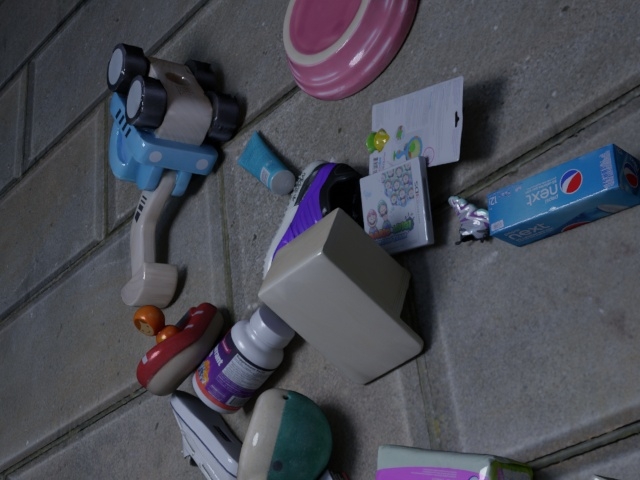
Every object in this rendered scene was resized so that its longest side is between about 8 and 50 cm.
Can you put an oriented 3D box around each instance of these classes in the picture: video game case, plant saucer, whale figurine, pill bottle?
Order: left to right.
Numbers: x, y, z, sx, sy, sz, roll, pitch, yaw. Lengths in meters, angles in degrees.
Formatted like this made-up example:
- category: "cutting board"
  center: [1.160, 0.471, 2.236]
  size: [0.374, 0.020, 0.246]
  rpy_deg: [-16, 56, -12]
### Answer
- category: "pill bottle"
  center: [-0.134, 0.210, 1.757]
  size: [0.193, 0.108, 0.108]
  rpy_deg: [-49, 43, 22]
- category: "whale figurine"
  center: [-0.062, 0.376, 1.595]
  size: [0.216, 0.141, 0.271]
  rpy_deg: [-77, -1, -73]
- category: "plant saucer"
  center: [0.039, -0.433, 1.872]
  size: [0.332, 0.084, 0.332]
  rpy_deg: [-23, 56, 40]
- category: "video game case"
  center: [0.122, -0.050, 1.610]
  size: [0.157, 0.019, 0.143]
  rpy_deg: [-18, 74, 53]

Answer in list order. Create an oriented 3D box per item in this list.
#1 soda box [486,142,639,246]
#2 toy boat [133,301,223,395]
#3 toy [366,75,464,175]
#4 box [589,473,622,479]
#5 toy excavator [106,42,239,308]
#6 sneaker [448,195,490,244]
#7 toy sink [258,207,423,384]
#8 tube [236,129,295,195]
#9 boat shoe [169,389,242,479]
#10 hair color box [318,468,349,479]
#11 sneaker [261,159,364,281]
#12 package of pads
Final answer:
- category: "soda box"
  center: [0.336, -0.058, 1.366]
  size: [0.210, 0.071, 0.067]
  rpy_deg: [-23, 58, 42]
- category: "toy boat"
  center: [-0.288, 0.181, 1.852]
  size: [0.151, 0.151, 0.231]
  rpy_deg: [-47, 7, 21]
- category: "toy"
  center: [0.168, -0.177, 1.626]
  size: [0.237, 0.056, 0.136]
  rpy_deg: [-7, 77, 53]
- category: "box"
  center: [0.345, 0.436, 1.091]
  size: [0.148, 0.121, 0.311]
  rpy_deg: [14, 84, 51]
- category: "toy excavator"
  center: [-0.353, -0.135, 2.126]
  size: [0.433, 0.222, 0.445]
  rpy_deg: [57, 130, 45]
- category: "sneaker"
  center: [0.220, -0.026, 1.511]
  size: [0.098, 0.038, 0.069]
  rpy_deg: [32, 98, 51]
- category: "toy sink"
  center: [0.047, 0.089, 1.566]
  size: [0.153, 0.234, 0.131]
  rpy_deg: [-36, 20, 35]
- category: "tube"
  center: [-0.113, -0.152, 1.950]
  size: [0.080, 0.052, 0.207]
  rpy_deg: [-55, 35, 8]
- category: "boat shoe"
  center: [-0.210, 0.371, 1.790]
  size: [0.267, 0.096, 0.088]
  rpy_deg: [38, 98, 42]
- category: "hair color box"
  center: [-0.002, 0.437, 1.553]
  size: [0.141, 0.043, 0.072]
  rpy_deg: [-53, 41, 20]
- category: "sneaker"
  center: [-0.001, -0.001, 1.704]
  size: [0.146, 0.102, 0.293]
  rpy_deg: [10, 81, 50]
- category: "package of pads"
  center: [0.165, 0.432, 1.319]
  size: [0.229, 0.101, 0.296]
  rpy_deg: [-8, 68, 49]
